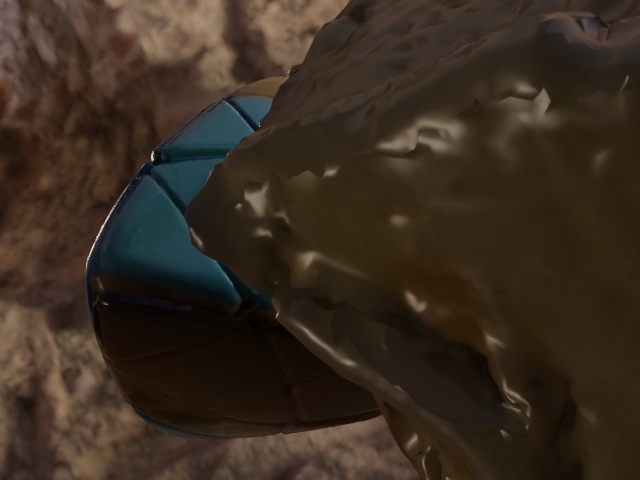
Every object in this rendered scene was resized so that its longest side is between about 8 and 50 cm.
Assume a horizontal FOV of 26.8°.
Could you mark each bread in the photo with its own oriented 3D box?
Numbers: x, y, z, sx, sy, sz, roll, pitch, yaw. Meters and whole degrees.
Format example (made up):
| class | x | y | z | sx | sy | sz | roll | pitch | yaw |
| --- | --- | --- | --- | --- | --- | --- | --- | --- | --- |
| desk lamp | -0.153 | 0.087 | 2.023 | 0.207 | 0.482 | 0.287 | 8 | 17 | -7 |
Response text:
| class | x | y | z | sx | sy | sz | roll | pitch | yaw |
| --- | --- | --- | --- | --- | --- | --- | --- | --- | --- |
| bread | 0.210 | 0.009 | 0.519 | 0.279 | 0.390 | 0.371 | -22 | -158 | 37 |

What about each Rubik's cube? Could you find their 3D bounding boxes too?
| class | x | y | z | sx | sy | sz | roll | pitch | yaw |
| --- | --- | --- | --- | --- | --- | --- | --- | --- | --- |
| Rubik's cube | 0.000 | 0.000 | 0.803 | 0.254 | 0.254 | 0.254 | -21 | -168 | 5 |
